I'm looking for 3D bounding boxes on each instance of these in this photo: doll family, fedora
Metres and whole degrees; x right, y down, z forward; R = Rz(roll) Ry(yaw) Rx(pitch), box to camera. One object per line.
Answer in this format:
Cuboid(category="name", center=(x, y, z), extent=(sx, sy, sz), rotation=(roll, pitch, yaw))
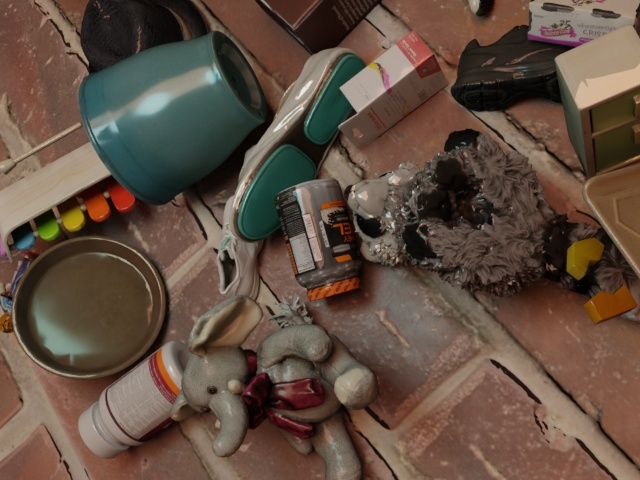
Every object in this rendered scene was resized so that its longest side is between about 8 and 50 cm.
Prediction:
Cuboid(category="doll family", center=(-0.574, 0.118, 1.432), extent=(0.263, 0.118, 0.163), rotation=(19, 83, 26))
Cuboid(category="fedora", center=(-0.393, -0.410, 1.490), extent=(0.334, 0.152, 0.334), rotation=(-6, 73, 21))

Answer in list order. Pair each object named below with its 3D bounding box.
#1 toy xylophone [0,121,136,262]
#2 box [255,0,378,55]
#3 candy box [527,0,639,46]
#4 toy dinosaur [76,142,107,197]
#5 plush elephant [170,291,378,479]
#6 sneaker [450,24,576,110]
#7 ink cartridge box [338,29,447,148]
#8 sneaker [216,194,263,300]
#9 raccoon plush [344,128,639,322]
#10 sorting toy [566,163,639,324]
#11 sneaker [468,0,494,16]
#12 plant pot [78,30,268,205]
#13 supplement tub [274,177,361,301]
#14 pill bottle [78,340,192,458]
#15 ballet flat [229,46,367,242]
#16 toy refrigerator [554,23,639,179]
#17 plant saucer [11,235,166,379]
Cuboid(category="toy xylophone", center=(-0.507, -0.108, 1.411), extent=(0.322, 0.081, 0.236), rotation=(-25, 51, -4))
Cuboid(category="box", center=(0.053, -0.548, 1.349), extent=(0.381, 0.143, 0.191), rotation=(-43, 64, 5))
Cuboid(category="candy box", center=(0.442, -0.399, 1.127), extent=(0.159, 0.071, 0.233), rotation=(19, 58, 27))
Cuboid(category="toy dinosaur", center=(-0.458, -0.129, 1.486), extent=(0.112, 0.064, 0.211), rotation=(-47, 63, 3))
Cuboid(category="plush elephant", center=(-0.095, 0.226, 1.105), extent=(0.255, 0.272, 0.330), rotation=(-11, 45, -22))
Cuboid(category="sneaker", center=(0.356, -0.293, 1.165), extent=(0.286, 0.109, 0.130), rotation=(1, 69, 22))
Cuboid(category="ink cartridge box", center=(0.112, -0.257, 1.248), extent=(0.198, 0.115, 0.067), rotation=(-37, 65, 9))
Cuboid(category="sneaker", center=(-0.154, 0.008, 1.298), extent=(0.080, 0.094, 0.212), rotation=(-11, 71, 21))
Cuboid(category="raccoon plush", center=(0.242, 0.025, 1.119), extent=(0.446, 0.299, 0.216), rotation=(40, 76, -4))
Cuboid(category="sorting toy", center=(0.456, 0.006, 0.990), extent=(0.307, 0.041, 0.229), rotation=(-16, 66, -20))
Cuboid(category="sneaker", center=(0.263, -0.465, 1.287), extent=(0.075, 0.057, 0.161), rotation=(-13, 71, 37))
Cuboid(category="plant pot", center=(-0.245, -0.238, 1.305), extent=(0.255, 0.271, 0.272), rotation=(-25, 67, 17))
Cuboid(category="supplement tub", center=(0.000, 0.000, 1.209), extent=(0.117, 0.117, 0.190), rotation=(-17, 86, 18))
Cuboid(category="pill bottle", center=(-0.311, 0.284, 1.269), extent=(0.221, 0.121, 0.121), rotation=(-37, 64, 11))
Cuboid(category="ballet flat", center=(-0.057, -0.177, 1.307), extent=(0.139, 0.139, 0.400), rotation=(28, 83, 27))
Cuboid(category="toy refrigerator", center=(0.407, -0.179, 1.013), extent=(0.102, 0.269, 0.094), rotation=(-22, 67, 15))
Cuboid(category="plant saucer", center=(-0.431, 0.126, 1.350), extent=(0.278, 0.041, 0.278), rotation=(3, 68, -8))
